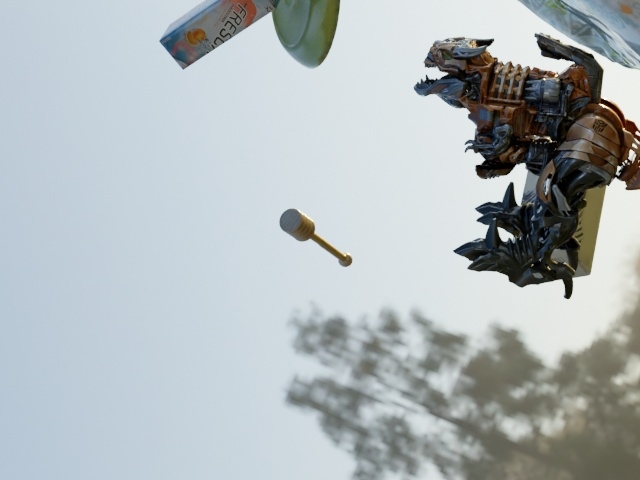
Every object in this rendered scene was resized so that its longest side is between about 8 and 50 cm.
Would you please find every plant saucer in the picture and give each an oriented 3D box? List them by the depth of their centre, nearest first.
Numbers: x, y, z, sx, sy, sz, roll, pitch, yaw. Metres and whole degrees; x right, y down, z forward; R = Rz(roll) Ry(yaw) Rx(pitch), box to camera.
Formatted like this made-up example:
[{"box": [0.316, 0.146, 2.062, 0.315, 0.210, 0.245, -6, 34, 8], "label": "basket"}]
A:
[{"box": [-0.030, -0.379, 2.227, 0.037, 0.241, 0.241, -4, -57, -21], "label": "plant saucer"}]

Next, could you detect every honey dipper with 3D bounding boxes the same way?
[{"box": [0.000, 0.000, 1.748, 0.161, 0.030, 0.030, 34, -102, -59], "label": "honey dipper"}]

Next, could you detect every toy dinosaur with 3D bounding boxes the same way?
[{"box": [0.231, -0.071, 1.423, 0.164, 0.322, 0.218, -12, -46, -55], "label": "toy dinosaur"}]

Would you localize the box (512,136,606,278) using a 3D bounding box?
[{"box": [0.401, -0.071, 2.443, 0.094, 0.113, 0.275, 44, -132, -38], "label": "box"}]

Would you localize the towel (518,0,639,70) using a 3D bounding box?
[{"box": [0.361, -0.329, 1.992, 0.090, 0.320, 0.374, -57, 14, 4], "label": "towel"}]

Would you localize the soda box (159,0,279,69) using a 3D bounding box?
[{"box": [-0.142, -0.321, 2.125, 0.058, 0.183, 0.063, 50, -150, -19], "label": "soda box"}]
